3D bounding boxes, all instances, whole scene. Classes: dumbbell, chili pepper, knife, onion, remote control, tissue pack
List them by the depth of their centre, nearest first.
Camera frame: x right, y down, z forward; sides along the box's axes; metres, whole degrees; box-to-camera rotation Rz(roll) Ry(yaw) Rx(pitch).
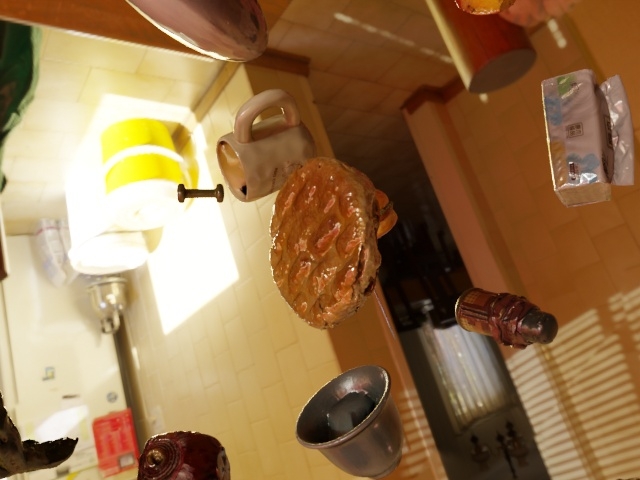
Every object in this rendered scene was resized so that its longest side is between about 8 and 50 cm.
[{"bbox_3d":[-0.175,-0.313,0.571,0.103,0.332,0.221,-46,149,21],"label":"remote control"},{"bbox_3d":[-0.459,0.267,0.751,0.065,0.122,0.278,-6,125,13],"label":"chili pepper"},{"bbox_3d":[0.530,-0.200,1.017,0.145,0.229,0.159,-7,167,32],"label":"tissue pack"},{"bbox_3d":[-0.319,0.597,1.253,0.206,0.207,0.216,-16,130,5],"label":"onion"},{"bbox_3d":[-0.303,-0.119,1.311,0.118,0.052,0.046,-1,134,-17],"label":"dumbbell"},{"bbox_3d":[0.134,0.115,1.365,0.019,0.313,0.044,-22,172,2],"label":"knife"}]

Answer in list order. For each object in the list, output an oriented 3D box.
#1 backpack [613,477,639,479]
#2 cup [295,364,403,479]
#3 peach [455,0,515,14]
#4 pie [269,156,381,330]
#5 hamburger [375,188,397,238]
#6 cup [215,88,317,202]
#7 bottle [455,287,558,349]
[{"bbox_3d":[0.739,0.692,1.261,0.229,0.139,0.229,-38,171,-7],"label":"backpack"},{"bbox_3d":[0.077,0.345,0.933,0.199,0.150,0.199,-32,-167,8],"label":"cup"},{"bbox_3d":[0.286,-0.462,0.875,0.151,0.151,0.118,-13,175,-16],"label":"peach"},{"bbox_3d":[0.000,0.000,1.008,0.083,0.339,0.339,4,154,-35],"label":"pie"},{"bbox_3d":[0.143,-0.091,1.852,0.246,0.170,0.246,-27,-166,7],"label":"hamburger"},{"bbox_3d":[-0.132,-0.236,1.229,0.202,0.173,0.255,-26,123,-25],"label":"cup"},{"bbox_3d":[0.510,0.221,1.420,0.143,0.156,0.271,-40,-153,-24],"label":"bottle"}]
